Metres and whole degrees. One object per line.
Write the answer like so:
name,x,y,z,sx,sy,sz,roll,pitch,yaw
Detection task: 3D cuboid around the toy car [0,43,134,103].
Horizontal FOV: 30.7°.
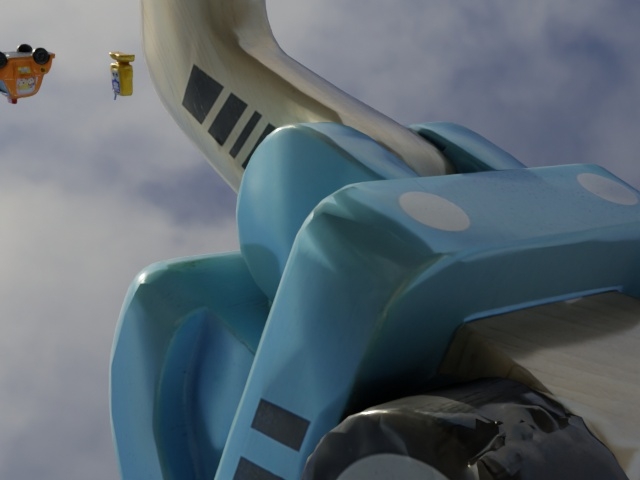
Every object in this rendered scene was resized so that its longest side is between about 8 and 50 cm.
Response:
toy car,-0.188,-0.111,0.810,0.122,0.060,0.040,12,-69,34

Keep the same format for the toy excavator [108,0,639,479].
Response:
toy excavator,0.000,0.000,0.518,0.445,0.222,0.432,39,-57,36
